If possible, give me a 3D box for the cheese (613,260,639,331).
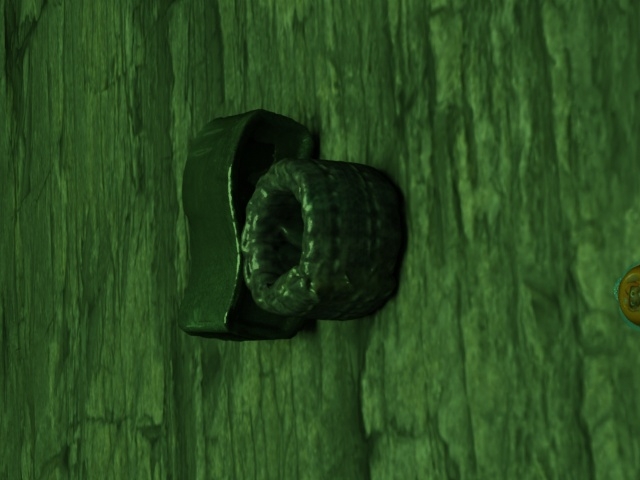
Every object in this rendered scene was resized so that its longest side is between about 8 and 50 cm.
[{"bbox_3d":[0.226,0.039,0.770,0.111,0.017,0.047,10,99,59],"label":"cheese"}]

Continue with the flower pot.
[{"bbox_3d":[-0.071,-0.013,1.198,0.108,0.103,0.229,-3,84,59],"label":"flower pot"}]

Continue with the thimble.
[{"bbox_3d":[-0.001,0.000,1.084,0.150,0.097,0.150,-11,77,60],"label":"thimble"}]
